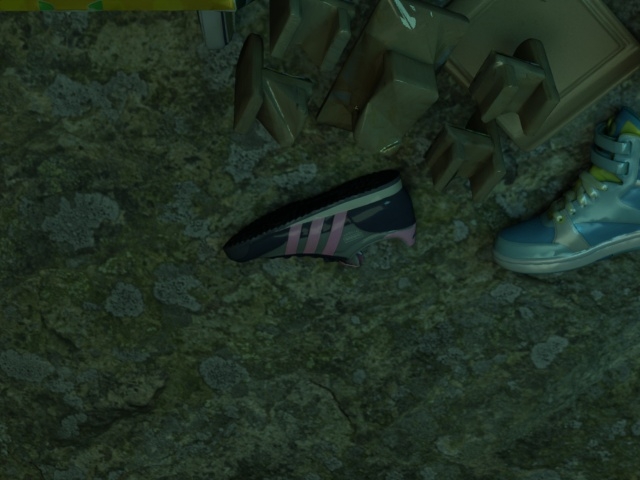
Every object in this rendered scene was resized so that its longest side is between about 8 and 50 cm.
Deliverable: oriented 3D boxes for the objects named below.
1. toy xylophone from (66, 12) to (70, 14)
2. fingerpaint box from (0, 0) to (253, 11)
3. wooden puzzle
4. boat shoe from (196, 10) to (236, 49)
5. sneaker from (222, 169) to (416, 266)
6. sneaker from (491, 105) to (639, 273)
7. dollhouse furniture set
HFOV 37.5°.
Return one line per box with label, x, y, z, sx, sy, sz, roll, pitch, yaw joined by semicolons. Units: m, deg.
toy xylophone;-0.432;-0.489;1.339;0.323;0.081;0.236;29;120;-4
fingerpaint box;-0.298;-0.480;1.161;0.445;0.163;0.371;3;116;17
wooden puzzle;0.295;-0.274;1.320;0.221;0.044;0.238;-39;99;28
boat shoe;-0.135;-0.412;1.301;0.094;0.109;0.302;-7;120;-9
sneaker;0.000;0.000;1.490;0.319;0.112;0.131;-18;110;22
sneaker;0.387;-0.080;1.356;0.319;0.127;0.208;-15;116;9
dollhouse furniture set;0.123;-0.298;1.187;0.362;0.256;0.394;14;137;-18
